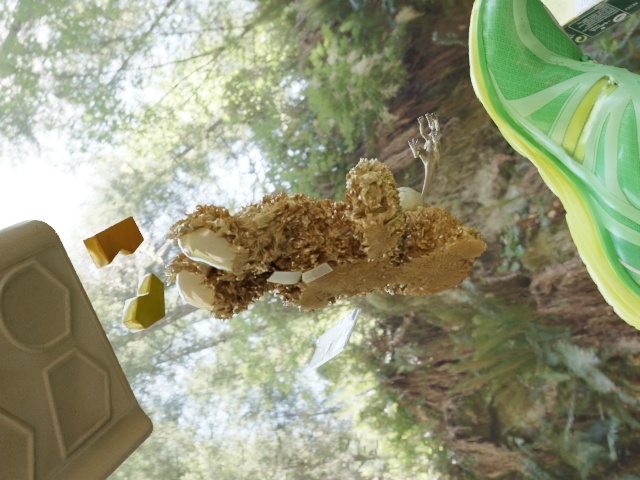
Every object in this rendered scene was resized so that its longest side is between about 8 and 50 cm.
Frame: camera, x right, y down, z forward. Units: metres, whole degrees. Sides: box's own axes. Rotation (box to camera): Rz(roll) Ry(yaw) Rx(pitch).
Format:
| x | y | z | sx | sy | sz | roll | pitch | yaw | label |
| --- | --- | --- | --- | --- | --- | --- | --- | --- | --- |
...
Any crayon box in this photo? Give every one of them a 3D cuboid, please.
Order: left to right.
| x | y | z | sx | sy | sz | roll | pitch | yaw | label |
| --- | --- | --- | --- | --- | --- | --- | --- | --- | --- |
| 0.482 | -0.528 | 1.227 | 0.081 | 0.202 | 0.318 | 10 | -108 | -28 | crayon box |

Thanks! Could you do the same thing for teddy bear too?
| x | y | z | sx | sy | sz | roll | pitch | yaw | label |
| --- | --- | --- | --- | --- | --- | --- | --- | --- | --- |
| 0.000 | 0.000 | 0.733 | 0.338 | 0.245 | 0.113 | -13 | -123 | -4 | teddy bear |

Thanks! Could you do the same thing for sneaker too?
| x | y | z | sx | sy | sz | roll | pitch | yaw | label |
| --- | --- | --- | --- | --- | --- | --- | --- | --- | --- |
| 0.214 | -0.079 | 0.493 | 0.109 | 0.123 | 0.295 | -9 | -116 | -41 | sneaker |

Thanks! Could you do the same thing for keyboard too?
| x | y | z | sx | sy | sz | roll | pitch | yaw | label |
| --- | --- | --- | --- | --- | --- | --- | --- | --- | --- |
| 0.020 | 0.177 | 1.185 | 0.014 | 0.256 | 0.072 | 22 | -113 | -6 | keyboard |

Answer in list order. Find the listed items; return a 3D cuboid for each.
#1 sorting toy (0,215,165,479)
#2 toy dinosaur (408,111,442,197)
| x | y | z | sx | sy | sz | roll | pitch | yaw | label |
| --- | --- | --- | --- | --- | --- | --- | --- | --- | --- |
| -0.235 | 0.099 | 0.595 | 0.229 | 0.041 | 0.307 | 65 | -151 | -10 | sorting toy |
| 0.182 | -0.142 | 1.129 | 0.092 | 0.053 | 0.183 | 49 | -133 | -57 | toy dinosaur |
